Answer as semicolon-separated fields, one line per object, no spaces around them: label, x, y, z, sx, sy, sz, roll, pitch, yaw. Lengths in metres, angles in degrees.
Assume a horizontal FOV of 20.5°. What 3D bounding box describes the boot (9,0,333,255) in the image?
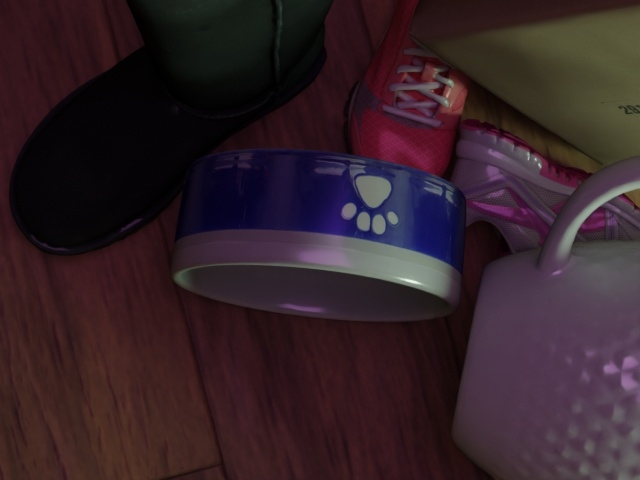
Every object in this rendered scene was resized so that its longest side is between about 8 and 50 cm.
boot;-0.133;-0.157;1.528;0.367;0.445;0.146;-41;87;-10

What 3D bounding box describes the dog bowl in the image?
dog bowl;0.000;0.000;1.611;0.264;0.265;0.104;8;78;-4

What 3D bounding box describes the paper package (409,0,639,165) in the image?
paper package;0.301;-0.201;1.585;0.309;0.325;0.168;27;73;-36

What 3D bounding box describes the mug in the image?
mug;0.299;0.092;1.592;0.328;0.276;0.374;11;121;5

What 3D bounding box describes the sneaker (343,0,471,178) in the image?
sneaker;0.100;-0.184;1.713;0.116;0.136;0.314;16;81;-2

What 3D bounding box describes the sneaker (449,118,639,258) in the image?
sneaker;0.227;-0.020;1.725;0.252;0.103;0.111;26;100;-8
